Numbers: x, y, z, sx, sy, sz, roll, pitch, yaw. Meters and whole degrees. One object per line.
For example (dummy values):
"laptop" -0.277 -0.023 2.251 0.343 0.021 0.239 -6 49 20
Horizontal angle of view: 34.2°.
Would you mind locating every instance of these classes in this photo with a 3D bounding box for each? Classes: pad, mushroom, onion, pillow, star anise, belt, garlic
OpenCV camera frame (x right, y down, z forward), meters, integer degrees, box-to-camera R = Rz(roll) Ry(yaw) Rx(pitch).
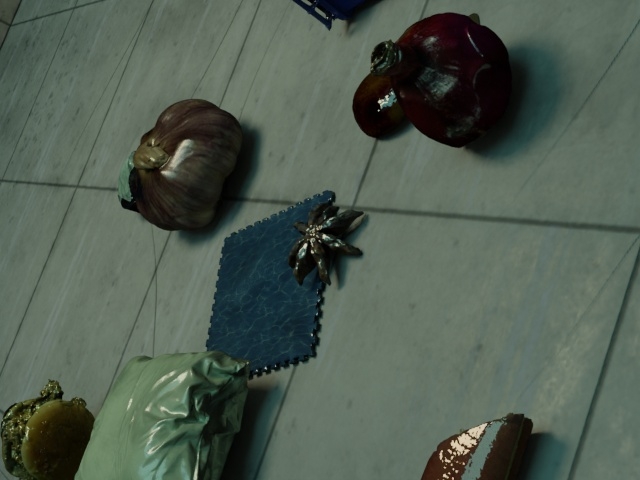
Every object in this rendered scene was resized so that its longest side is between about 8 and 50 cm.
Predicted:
"pad" -0.082 0.076 1.551 0.269 0.012 0.269 -24 50 43
"mushroom" 0.089 -0.204 1.473 0.123 0.052 0.123 -34 40 35
"onion" 0.150 -0.211 1.272 0.135 0.198 0.173 -33 62 29
"pillow" -0.231 0.292 1.479 0.310 0.138 0.283 -10 51 49
"star anise" -0.001 0.001 1.453 0.141 0.042 0.141 -26 50 35
"belt" -0.335 -0.107 1.964 0.105 0.058 0.140 -52 39 27
"garlic" -0.243 -0.131 1.768 0.245 0.160 0.245 -38 43 47

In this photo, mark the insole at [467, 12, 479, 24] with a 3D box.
"insole" 0.207 -0.255 1.393 0.045 0.002 0.135 -34 44 35

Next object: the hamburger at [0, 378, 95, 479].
"hamburger" -0.447 0.324 1.743 0.131 0.159 0.185 -14 78 53

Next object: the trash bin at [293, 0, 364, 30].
"trash bin" 0.063 -0.447 1.581 0.234 0.162 0.184 -12 59 42

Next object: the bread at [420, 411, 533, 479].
"bread" 0.144 0.263 1.079 0.119 0.067 0.192 5 73 54
